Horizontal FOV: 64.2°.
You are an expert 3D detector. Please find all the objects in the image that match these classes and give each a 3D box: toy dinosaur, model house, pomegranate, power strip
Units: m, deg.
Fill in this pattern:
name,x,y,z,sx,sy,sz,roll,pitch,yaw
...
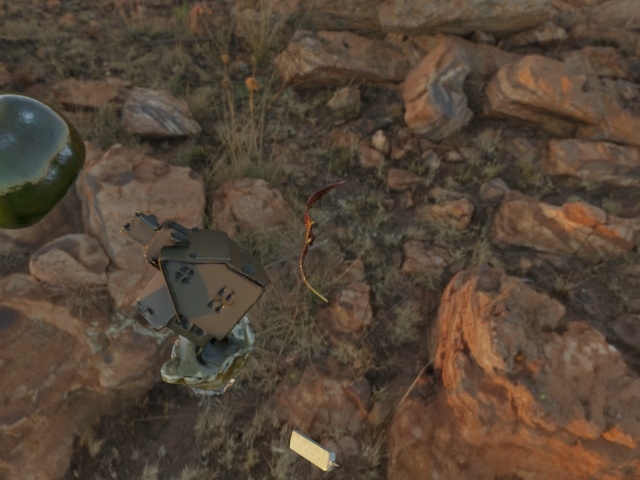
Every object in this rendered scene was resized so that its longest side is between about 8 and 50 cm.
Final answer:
name,x,y,z,sx,sy,sz,roll,pitch,yaw
toy dinosaur,-0.001,0.004,1.489,0.112,0.207,0.327,6,53,1
model house,-0.254,0.054,0.911,0.243,0.204,0.211,39,3,-19
pomegranate,-0.374,-0.106,0.577,0.191,0.131,0.152,32,68,-14
power strip,-0.026,0.706,1.712,0.027,0.060,0.252,15,-6,-39

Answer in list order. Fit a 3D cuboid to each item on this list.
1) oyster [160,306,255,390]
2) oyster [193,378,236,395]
name,x,y,z,sx,sy,sz,roll,pitch,yaw
oyster,-0.225,0.229,1.080,0.166,0.110,0.341,6,12,-7
oyster,-0.250,0.301,1.248,0.108,0.053,0.166,2,53,9
